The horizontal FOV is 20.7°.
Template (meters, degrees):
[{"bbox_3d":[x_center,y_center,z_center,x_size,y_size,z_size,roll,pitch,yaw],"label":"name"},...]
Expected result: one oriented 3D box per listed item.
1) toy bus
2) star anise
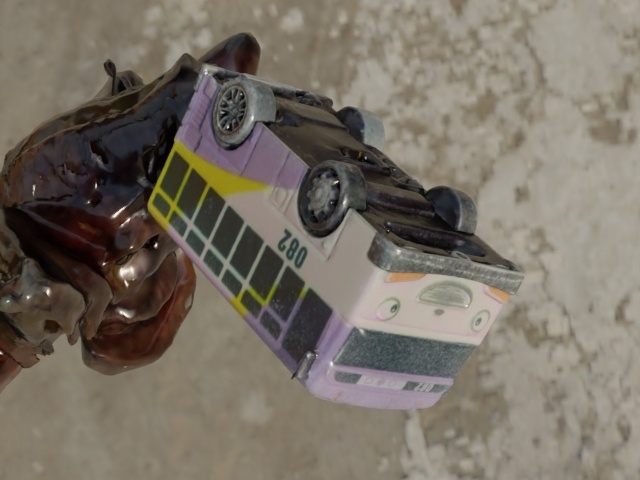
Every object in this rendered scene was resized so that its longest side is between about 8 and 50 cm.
[{"bbox_3d":[0.000,0.000,0.459,0.102,0.052,0.058,45,116,46],"label":"toy bus"},{"bbox_3d":[-0.109,0.023,0.677,0.272,0.102,0.272,-40,15,13],"label":"star anise"}]
